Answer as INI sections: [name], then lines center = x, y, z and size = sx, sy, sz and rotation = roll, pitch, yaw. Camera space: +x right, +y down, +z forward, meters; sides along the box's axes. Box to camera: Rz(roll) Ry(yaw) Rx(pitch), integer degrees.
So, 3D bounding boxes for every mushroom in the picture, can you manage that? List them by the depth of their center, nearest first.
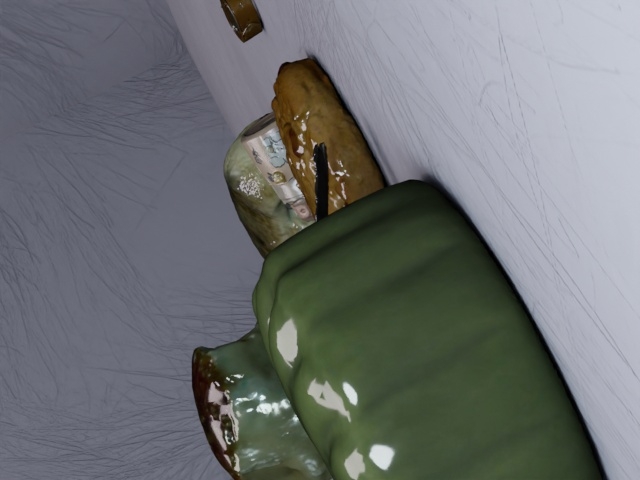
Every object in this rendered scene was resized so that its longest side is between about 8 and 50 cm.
[mushroom]
center = -0.074, -0.053, 2.400
size = 0.344, 0.130, 0.247
rotation = 68, 178, -58

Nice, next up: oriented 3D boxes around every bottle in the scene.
[bottle]
center = -0.021, -0.087, 1.768
size = 0.152, 0.099, 0.099
rotation = 57, 178, -12

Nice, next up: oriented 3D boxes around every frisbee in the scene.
[frisbee]
center = 0.000, 0.000, 1.368
size = 0.211, 0.012, 0.187
rotation = -3, -86, -70

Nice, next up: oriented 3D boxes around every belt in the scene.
[belt]
center = -0.098, -0.287, 1.831
size = 0.059, 0.036, 0.083
rotation = 55, 173, 24

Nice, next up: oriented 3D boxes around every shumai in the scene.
[shumai]
center = -0.021, 0.227, 2.147
size = 0.397, 0.323, 0.324
rotation = 65, 174, -16

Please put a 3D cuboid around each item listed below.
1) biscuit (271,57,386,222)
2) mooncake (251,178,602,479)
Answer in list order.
[biscuit]
center = 0.019, -0.053, 1.531
size = 0.296, 0.075, 0.296
rotation = 62, 174, 11
[mooncake]
center = 0.078, 0.130, 1.153
size = 0.351, 0.187, 0.351
rotation = 155, 90, -88
